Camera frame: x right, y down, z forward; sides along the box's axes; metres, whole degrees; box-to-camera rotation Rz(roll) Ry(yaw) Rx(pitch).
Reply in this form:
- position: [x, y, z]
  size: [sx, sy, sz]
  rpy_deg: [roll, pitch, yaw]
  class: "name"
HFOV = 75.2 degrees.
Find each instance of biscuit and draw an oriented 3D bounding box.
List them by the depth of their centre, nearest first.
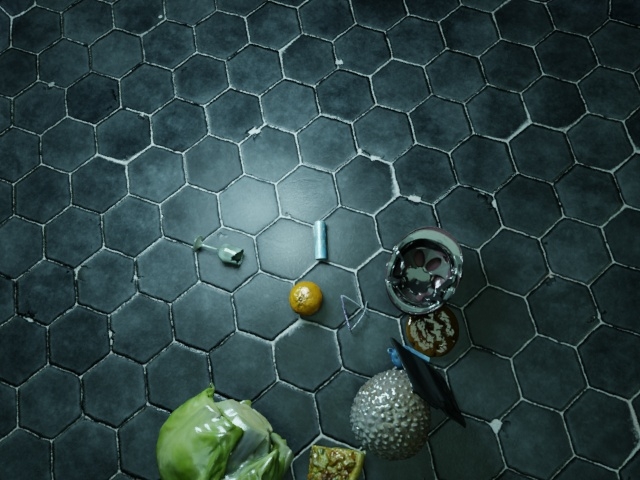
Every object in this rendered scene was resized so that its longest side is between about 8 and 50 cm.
- position: [0.435, 0.343, 1.609]
  size: [0.211, 0.036, 0.212]
  rpy_deg: [0, 76, 2]
  class: "biscuit"

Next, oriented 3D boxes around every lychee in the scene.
- position: [0.239, 0.591, 1.431]
  size: [0.299, 0.300, 0.300]
  rpy_deg: [-1, 76, 2]
  class: "lychee"

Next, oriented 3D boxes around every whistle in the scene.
- position: [0.324, 0.448, 1.565]
  size: [0.157, 0.090, 0.090]
  rpy_deg: [27, 79, 8]
  class: "whistle"

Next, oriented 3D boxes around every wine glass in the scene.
- position: [-0.414, 0.041, 1.697]
  size: [0.195, 0.079, 0.079]
  rpy_deg: [16, 78, 7]
  class: "wine glass"

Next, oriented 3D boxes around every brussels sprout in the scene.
- position: [-0.342, 0.739, 1.393]
  size: [0.425, 0.342, 0.361]
  rpy_deg: [34, 83, 12]
  class: "brussels sprout"

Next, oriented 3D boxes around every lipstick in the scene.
- position: [0.000, 0.000, 1.705]
  size: [0.048, 0.048, 0.158]
  rpy_deg: [-2, 76, 2]
  class: "lipstick"

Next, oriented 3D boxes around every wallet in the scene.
- position: [0.370, 0.484, 1.416]
  size: [0.323, 0.247, 0.041]
  rpy_deg: [38, 106, -26]
  class: "wallet"

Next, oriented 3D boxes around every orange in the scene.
- position: [-0.056, 0.225, 1.618]
  size: [0.135, 0.117, 0.136]
  rpy_deg: [0, 81, -3]
  class: "orange"

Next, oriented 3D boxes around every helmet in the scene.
- position: [0.385, 0.133, 1.581]
  size: [0.270, 0.197, 0.339]
  rpy_deg: [20, 72, 15]
  class: "helmet"

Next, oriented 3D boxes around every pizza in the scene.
- position: [0.031, 0.826, 1.499]
  size: [0.292, 0.058, 0.197]
  rpy_deg: [-33, 76, -6]
  class: "pizza"

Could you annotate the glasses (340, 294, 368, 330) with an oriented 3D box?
- position: [0.142, 0.274, 1.626]
  size: [0.103, 0.062, 0.140]
  rpy_deg: [-11, 77, -2]
  class: "glasses"
